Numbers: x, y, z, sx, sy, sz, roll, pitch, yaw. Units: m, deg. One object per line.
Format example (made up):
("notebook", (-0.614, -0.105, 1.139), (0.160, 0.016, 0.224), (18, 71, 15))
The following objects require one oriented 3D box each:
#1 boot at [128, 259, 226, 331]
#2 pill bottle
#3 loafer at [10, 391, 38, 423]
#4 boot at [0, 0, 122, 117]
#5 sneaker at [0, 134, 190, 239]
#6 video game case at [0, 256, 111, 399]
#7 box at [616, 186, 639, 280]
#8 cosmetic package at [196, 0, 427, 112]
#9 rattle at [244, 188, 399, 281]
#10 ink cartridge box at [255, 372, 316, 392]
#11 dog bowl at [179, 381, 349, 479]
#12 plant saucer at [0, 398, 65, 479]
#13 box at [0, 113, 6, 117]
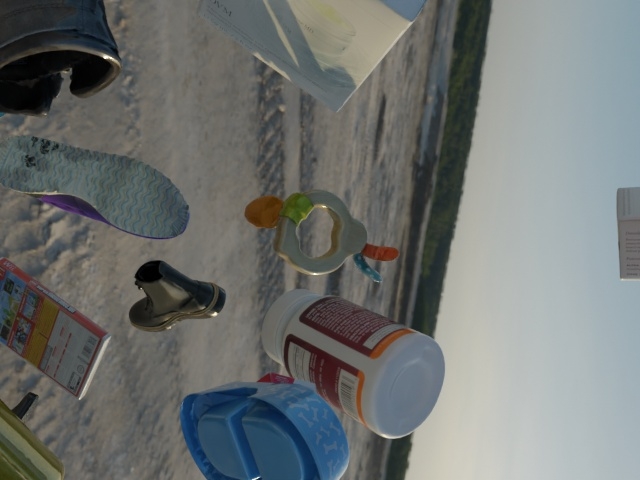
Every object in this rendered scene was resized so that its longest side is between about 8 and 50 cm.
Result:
("boot", (-0.268, 0.081, 1.047), (0.137, 0.198, 0.076), (38, 43, -45))
("pill bottle", (0.057, 0.251, 1.447), (0.224, 0.392, 0.224), (-14, 113, -37))
("loafer", (-0.612, 0.353, 1.254), (0.170, 0.061, 0.062), (-50, 179, -15))
("boot", (-0.266, -0.204, 0.494), (0.118, 0.338, 0.222), (5, 90, -45))
("sneaker", (-0.329, -0.077, 1.003), (0.146, 0.293, 0.102), (94, 16, -82))
("video game case", (-0.589, 0.190, 1.390), (0.204, 0.285, 0.025), (-58, 175, 30))
("box", (0.627, -0.019, 1.169), (0.181, 0.182, 0.119), (-44, 127, -57))
("cosmetic package", (-0.003, -0.305, 0.778), (0.138, 0.224, 0.225), (-60, -171, -24))
("rattle", (0.000, 0.000, 1.007), (0.143, 0.200, 0.130), (-20, -117, 50))
("ink cartridge box", (-0.055, 0.316, 1.130), (0.109, 0.063, 0.150), (25, 41, -37))
("dog bowl", (-0.080, 0.270, 0.896), (0.074, 0.297, 0.165), (-24, 98, -43))
("plant saucer", (-0.520, 0.347, 0.852), (0.332, 0.081, 0.332), (-52, 130, -36))
("box", (-0.578, -0.211, 1.039), (0.060, 0.244, 0.100), (-47, 116, -32))
